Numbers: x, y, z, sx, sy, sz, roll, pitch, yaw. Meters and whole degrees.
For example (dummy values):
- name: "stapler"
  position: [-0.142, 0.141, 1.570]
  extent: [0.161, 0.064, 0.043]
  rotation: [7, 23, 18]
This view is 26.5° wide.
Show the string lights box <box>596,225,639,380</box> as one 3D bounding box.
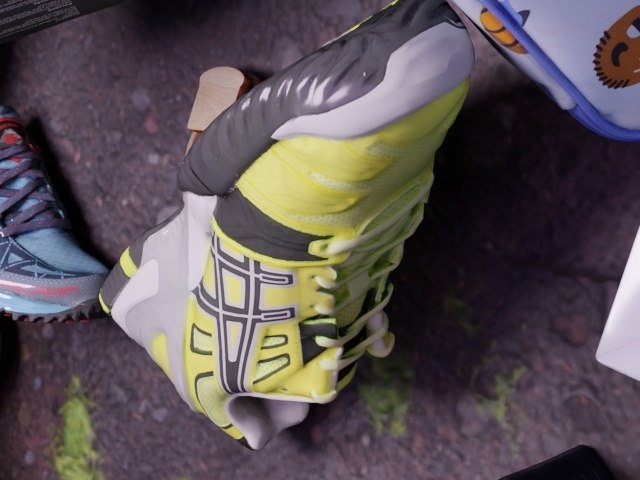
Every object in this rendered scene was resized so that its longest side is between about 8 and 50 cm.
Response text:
- name: "string lights box"
  position: [0.216, -0.010, 0.578]
  extent: [0.077, 0.260, 0.133]
  rotation: [24, 105, 29]

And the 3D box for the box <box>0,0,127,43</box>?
- name: "box"
  position: [-0.147, -0.299, 0.783]
  extent: [0.395, 0.097, 0.318]
  rotation: [-20, 80, 0]

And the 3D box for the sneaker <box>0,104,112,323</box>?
- name: "sneaker"
  position: [-0.241, -0.032, 0.966]
  extent: [0.262, 0.104, 0.125]
  rotation: [29, 106, 28]

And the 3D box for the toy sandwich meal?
- name: "toy sandwich meal"
  position: [-0.064, -0.072, 0.875]
  extent: [0.086, 0.029, 0.085]
  rotation: [-26, 49, 33]

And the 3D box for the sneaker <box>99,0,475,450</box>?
- name: "sneaker"
  position: [0.000, 0.000, 0.750]
  extent: [0.147, 0.145, 0.384]
  rotation: [52, 151, 6]

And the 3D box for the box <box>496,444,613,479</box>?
- name: "box"
  position: [0.002, 0.288, 0.707]
  extent: [0.343, 0.312, 0.179]
  rotation: [-42, 71, 27]

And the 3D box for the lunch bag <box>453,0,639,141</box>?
- name: "lunch bag"
  position: [0.129, -0.208, 0.591]
  extent: [0.243, 0.303, 0.115]
  rotation: [-41, 34, 10]
